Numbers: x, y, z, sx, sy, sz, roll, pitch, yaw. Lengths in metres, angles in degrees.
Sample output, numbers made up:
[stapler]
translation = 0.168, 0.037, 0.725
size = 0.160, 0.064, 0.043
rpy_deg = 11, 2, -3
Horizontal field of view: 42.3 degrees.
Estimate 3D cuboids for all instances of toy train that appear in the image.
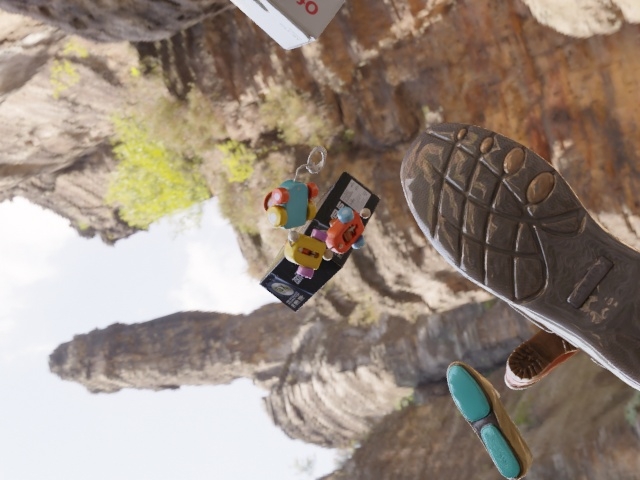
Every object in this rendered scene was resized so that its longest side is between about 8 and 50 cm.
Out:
[toy train]
translation = -0.009, -0.030, 0.966
size = 0.125, 0.046, 0.166
rpy_deg = -52, -43, -21

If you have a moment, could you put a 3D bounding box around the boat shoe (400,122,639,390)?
[boat shoe]
translation = 0.201, 0.021, 0.723
size = 0.324, 0.123, 0.116
rpy_deg = 44, -178, 20

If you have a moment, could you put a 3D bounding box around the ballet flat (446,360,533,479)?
[ballet flat]
translation = 0.304, 0.315, 1.484
size = 0.073, 0.080, 0.232
rpy_deg = -21, -99, -46

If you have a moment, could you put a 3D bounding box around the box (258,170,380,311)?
[box]
translation = 0.000, 0.000, 1.304
size = 0.078, 0.147, 0.180
rpy_deg = 38, -134, -6

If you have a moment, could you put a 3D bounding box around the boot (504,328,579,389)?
[boot]
translation = 0.324, 0.155, 1.171
size = 0.059, 0.158, 0.084
rpy_deg = 54, 166, 26

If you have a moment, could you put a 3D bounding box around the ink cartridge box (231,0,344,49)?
[ink cartridge box]
translation = -0.034, -0.600, 1.561
size = 0.279, 0.160, 0.384
rpy_deg = 38, -100, -20
